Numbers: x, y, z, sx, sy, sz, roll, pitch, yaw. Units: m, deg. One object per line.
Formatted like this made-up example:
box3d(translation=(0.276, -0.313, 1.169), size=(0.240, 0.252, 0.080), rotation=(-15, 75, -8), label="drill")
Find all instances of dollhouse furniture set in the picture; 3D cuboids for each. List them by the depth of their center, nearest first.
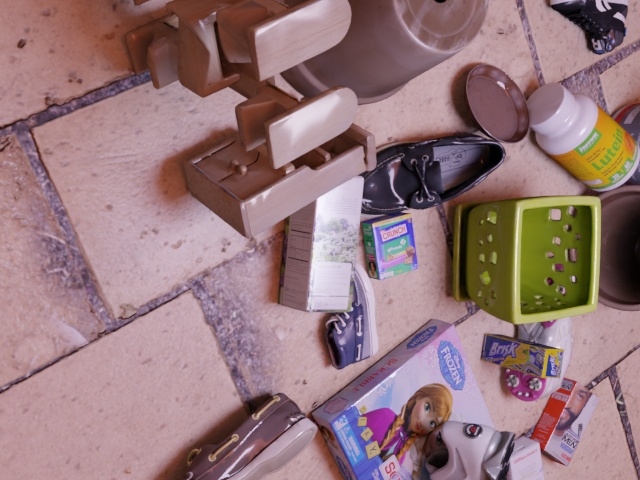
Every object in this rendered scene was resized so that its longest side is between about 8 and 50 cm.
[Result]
box3d(translation=(-0.076, -0.241, 1.213), size=(0.257, 0.362, 0.394), rotation=(-32, 137, -26), label="dollhouse furniture set")

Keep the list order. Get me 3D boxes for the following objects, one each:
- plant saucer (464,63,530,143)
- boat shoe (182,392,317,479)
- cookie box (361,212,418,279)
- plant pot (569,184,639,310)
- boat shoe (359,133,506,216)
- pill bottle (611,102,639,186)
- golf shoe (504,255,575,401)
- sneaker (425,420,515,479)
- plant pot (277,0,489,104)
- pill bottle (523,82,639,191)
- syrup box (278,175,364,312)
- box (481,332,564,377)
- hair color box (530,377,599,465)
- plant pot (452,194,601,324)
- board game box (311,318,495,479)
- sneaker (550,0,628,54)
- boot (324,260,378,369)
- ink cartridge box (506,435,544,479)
box3d(translation=(0.336, -0.259, 1.617), size=(0.169, 0.029, 0.168), rotation=(14, 65, -32), label="plant saucer")
box3d(translation=(-0.158, 0.372, 1.369), size=(0.324, 0.097, 0.116), rotation=(-34, 152, -21), label="boat shoe")
box3d(translation=(0.128, 0.009, 1.539), size=(0.092, 0.040, 0.107), rotation=(-15, 102, -29), label="cookie box")
box3d(translation=(0.702, 0.016, 1.800), size=(0.229, 0.263, 0.262), rotation=(1, 95, -50), label="plant pot")
box3d(translation=(0.200, -0.121, 1.526), size=(0.340, 0.113, 0.127), rotation=(-14, 103, -30), label="boat shoe")
box3d(translation=(0.790, -0.187, 1.740), size=(0.210, 0.363, 0.210), rotation=(-4, 97, -32), label="pill bottle")
box3d(translation=(0.473, 0.184, 1.748), size=(0.140, 0.115, 0.306), rotation=(13, 93, -46), label="golf shoe")
box3d(translation=(0.269, 0.456, 1.569), size=(0.122, 0.146, 0.330), rotation=(-45, 144, -48), label="sneaker")
box3d(translation=(0.104, -0.380, 1.342), size=(0.323, 0.280, 0.323), rotation=(-4, 97, -30), label="plant pot")
box3d(translation=(0.527, -0.214, 1.707), size=(0.246, 0.136, 0.136), rotation=(31, 79, -31), label="pill bottle")
box3d(translation=(0.000, 0.000, 1.425), size=(0.093, 0.096, 0.236), rotation=(3, 94, -33), label="syrup box")
box3d(translation=(0.396, 0.226, 1.655), size=(0.054, 0.169, 0.059), rotation=(8, 90, -32), label="box")
box3d(translation=(0.532, 0.394, 1.827), size=(0.093, 0.053, 0.167), rotation=(36, 75, -29), label="hair color box")
box3d(translation=(0.380, 0.024, 1.600), size=(0.228, 0.207, 0.227), rotation=(-4, 97, -31), label="plant pot")
box3d(translation=(0.178, 0.367, 1.594), size=(0.318, 0.066, 0.318), rotation=(-35, 113, -24), label="board game box")
box3d(translation=(0.565, -0.447, 1.737), size=(0.217, 0.079, 0.121), rotation=(-6, 97, -33), label="sneaker")
box3d(translation=(0.048, 0.134, 1.485), size=(0.086, 0.069, 0.189), rotation=(-21, 108, -32), label="boot")
box3d(translation=(0.422, 0.489, 1.769), size=(0.089, 0.052, 0.122), rotation=(-18, 106, -30), label="ink cartridge box")
